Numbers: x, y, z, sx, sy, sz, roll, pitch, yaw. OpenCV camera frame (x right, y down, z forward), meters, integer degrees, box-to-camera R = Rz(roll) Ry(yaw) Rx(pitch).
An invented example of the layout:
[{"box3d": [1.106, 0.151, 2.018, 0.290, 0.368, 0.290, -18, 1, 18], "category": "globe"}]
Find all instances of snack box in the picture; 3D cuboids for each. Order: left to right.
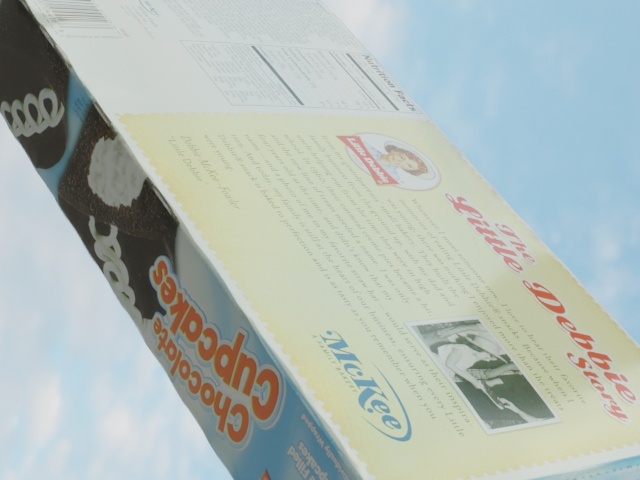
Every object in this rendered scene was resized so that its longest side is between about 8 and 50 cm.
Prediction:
[{"box3d": [0.000, 0.000, 0.599, 0.322, 0.187, 0.060, 52, -51, 35], "category": "snack box"}]
